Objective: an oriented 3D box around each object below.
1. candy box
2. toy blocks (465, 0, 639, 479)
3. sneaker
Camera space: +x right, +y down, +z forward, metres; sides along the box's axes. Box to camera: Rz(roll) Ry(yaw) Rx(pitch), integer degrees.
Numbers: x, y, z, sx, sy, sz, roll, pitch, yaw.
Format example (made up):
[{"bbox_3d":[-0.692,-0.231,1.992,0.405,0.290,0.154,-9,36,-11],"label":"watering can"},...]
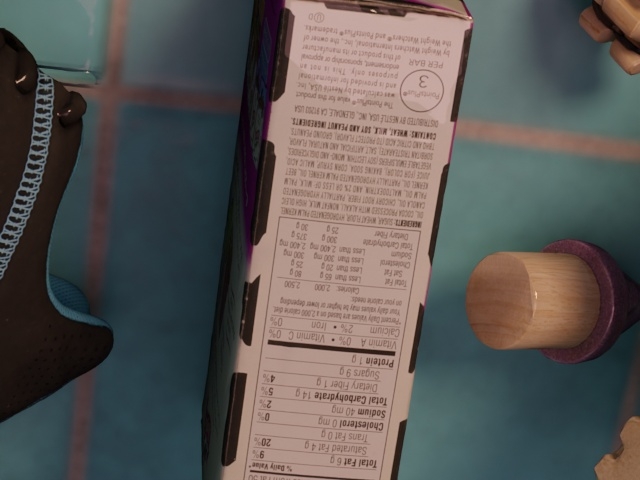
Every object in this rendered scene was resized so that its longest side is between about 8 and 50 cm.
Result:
[{"bbox_3d":[0.000,0.000,0.737,0.071,0.159,0.233,7,111,-6],"label":"candy box"},{"bbox_3d":[0.261,0.012,0.762,0.260,0.309,0.289,2,129,-41],"label":"toy blocks"},{"bbox_3d":[-0.171,-0.071,0.724,0.139,0.125,0.341,-17,124,-18],"label":"sneaker"}]
